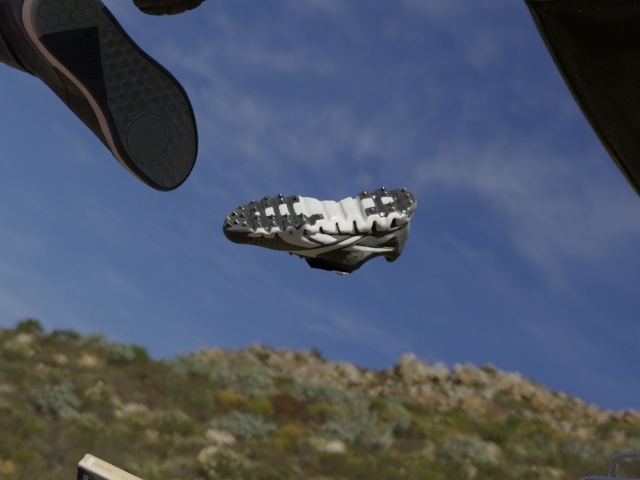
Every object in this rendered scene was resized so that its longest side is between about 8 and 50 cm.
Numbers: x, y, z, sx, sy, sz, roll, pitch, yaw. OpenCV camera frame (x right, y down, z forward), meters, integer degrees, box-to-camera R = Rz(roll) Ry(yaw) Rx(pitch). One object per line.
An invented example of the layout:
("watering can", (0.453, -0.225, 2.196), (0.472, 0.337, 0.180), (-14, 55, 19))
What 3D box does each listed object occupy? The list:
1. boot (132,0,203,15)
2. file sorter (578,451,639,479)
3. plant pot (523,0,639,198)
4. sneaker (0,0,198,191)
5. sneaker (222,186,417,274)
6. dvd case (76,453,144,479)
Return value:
("boot", (-0.158, -0.425, 1.258), (0.222, 0.118, 0.338), (-121, -144, -45))
("file sorter", (0.365, 0.290, 1.186), (0.173, 0.278, 0.192), (-9, -81, 50))
("plant pot", (0.209, -0.085, 0.472), (0.187, 0.188, 0.167), (2, -45, 31))
("sneaker", (-0.210, -0.146, 1.079), (0.163, 0.086, 0.226), (20, -29, 48))
("sneaker", (0.000, 0.000, 1.468), (0.078, 0.234, 0.106), (-108, -165, -56))
("dvd case", (-0.080, 0.256, 0.846), (0.221, 0.018, 0.164), (22, -56, 12))
